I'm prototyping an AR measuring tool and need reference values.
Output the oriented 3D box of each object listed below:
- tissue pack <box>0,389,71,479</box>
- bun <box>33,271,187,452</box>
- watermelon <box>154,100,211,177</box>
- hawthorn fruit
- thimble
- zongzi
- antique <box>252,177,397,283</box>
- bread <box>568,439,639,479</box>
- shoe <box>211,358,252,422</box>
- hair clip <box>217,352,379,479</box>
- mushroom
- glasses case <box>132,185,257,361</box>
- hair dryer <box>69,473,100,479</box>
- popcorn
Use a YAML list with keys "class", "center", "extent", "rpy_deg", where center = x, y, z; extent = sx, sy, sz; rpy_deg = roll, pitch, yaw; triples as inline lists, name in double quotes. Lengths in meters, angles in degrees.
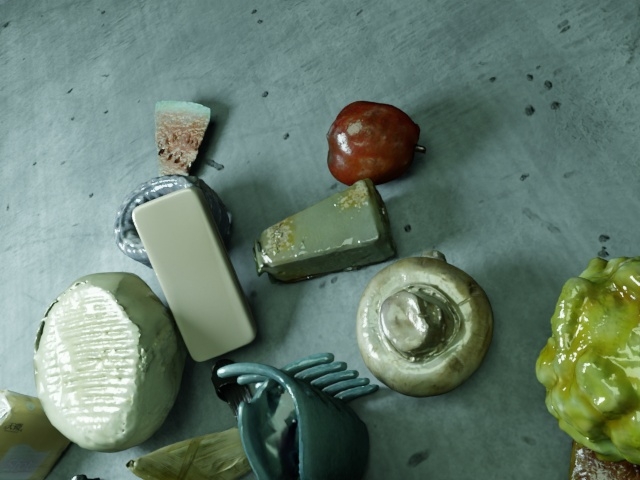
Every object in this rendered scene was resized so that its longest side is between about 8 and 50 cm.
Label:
- class: "tissue pack"
  center: [-0.629, 0.412, 1.157]
  extent: [0.090, 0.222, 0.186]
  rpy_deg: [35, 83, 29]
- class: "bun"
  center: [-0.417, 0.245, 1.149]
  extent: [0.359, 0.211, 0.360]
  rpy_deg: [-6, 78, 28]
- class: "watermelon"
  center: [-0.360, -0.236, 1.428]
  extent: [0.154, 0.094, 0.241]
  rpy_deg: [1, 69, 14]
- class: "hawthorn fruit"
  center: [0.117, -0.196, 1.147]
  extent: [0.202, 0.185, 0.185]
  rpy_deg: [5, 68, 10]
- class: "thimble"
  center: [-0.334, -0.037, 1.268]
  extent: [0.236, 0.172, 0.205]
  rpy_deg: [-38, 61, 6]
- class: "zongzi"
  center: [-0.223, 0.392, 1.003]
  extent: [0.194, 0.197, 0.099]
  rpy_deg: [-31, 48, 4]
- class: "antique"
  center: [0.000, 0.000, 1.126]
  extent: [0.284, 0.125, 0.150]
  rpy_deg: [-21, 60, 14]
- class: "bread"
  center: [0.419, 0.416, 0.782]
  extent: [0.139, 0.077, 0.271]
  rpy_deg: [7, 67, 23]
- class: "shoe"
  center: [-0.179, 0.301, 1.112]
  extent: [0.062, 0.053, 0.159]
  rpy_deg: [-40, 60, 6]
- class: "hair clip"
  center: [-0.017, 0.331, 0.878]
  extent: [0.392, 0.318, 0.239]
  rpy_deg: [-15, 59, 19]
- class: "mushroom"
  center: [0.172, 0.139, 0.959]
  extent: [0.254, 0.184, 0.255]
  rpy_deg: [-11, 70, 32]
- class: "glasses case"
  center: [-0.249, 0.067, 1.120]
  extent: [0.143, 0.076, 0.337]
  rpy_deg: [-20, 96, 1]
- class: "hair dryer"
  center: [-0.386, 0.581, 1.056]
  extent: [0.302, 0.116, 0.244]
  rpy_deg: [-3, 66, 10]
- class: "popcorn"
  center: [0.430, 0.161, 0.749]
  extent: [0.274, 0.335, 0.279]
  rpy_deg: [50, 122, 18]
